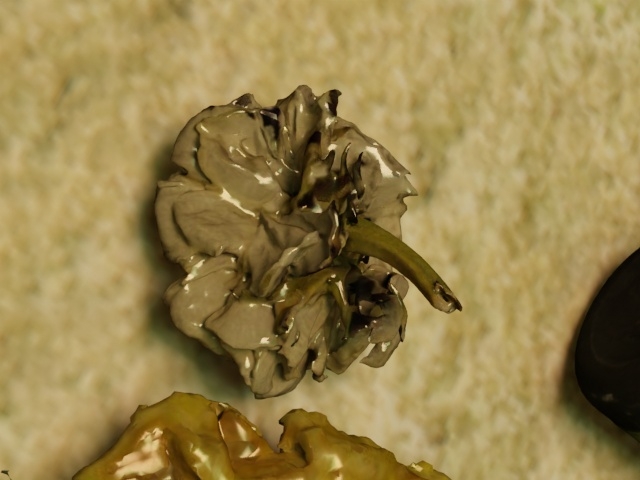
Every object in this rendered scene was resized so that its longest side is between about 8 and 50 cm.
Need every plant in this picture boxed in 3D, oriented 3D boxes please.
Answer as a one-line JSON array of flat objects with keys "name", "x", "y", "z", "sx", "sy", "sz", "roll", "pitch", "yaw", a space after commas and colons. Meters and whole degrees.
[{"name": "plant", "x": 0.000, "y": 0.000, "z": 0.655, "sx": 0.104, "sy": 0.122, "sz": 0.116, "roll": -26, "pitch": 103, "yaw": -34}]

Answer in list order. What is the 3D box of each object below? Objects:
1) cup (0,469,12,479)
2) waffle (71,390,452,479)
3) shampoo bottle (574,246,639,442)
[{"name": "cup", "x": -0.247, "y": 0.106, "z": 0.433, "sx": 0.253, "sy": 0.253, "sz": 0.274, "roll": 41, "pitch": 71, "yaw": -18}, {"name": "waffle", "x": 0.000, "y": 0.220, "z": 0.650, "sx": 0.325, "sy": 0.068, "sz": 0.302, "roll": 36, "pitch": 66, "yaw": -22}, {"name": "shampoo bottle", "x": 0.244, "y": 0.106, "z": 0.789, "sx": 0.284, "sy": 0.101, "sz": 0.101, "roll": 38, "pitch": 65, "yaw": -20}]
